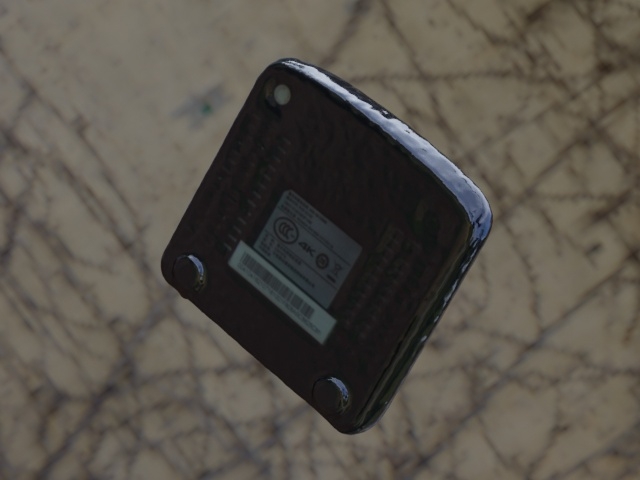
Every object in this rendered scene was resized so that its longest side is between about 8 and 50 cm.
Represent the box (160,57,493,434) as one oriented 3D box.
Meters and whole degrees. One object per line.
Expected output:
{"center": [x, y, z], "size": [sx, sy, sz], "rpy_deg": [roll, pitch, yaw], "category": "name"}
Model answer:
{"center": [0.000, 0.000, 0.730], "size": [0.126, 0.125, 0.027], "rpy_deg": [39, 24, 25], "category": "box"}
